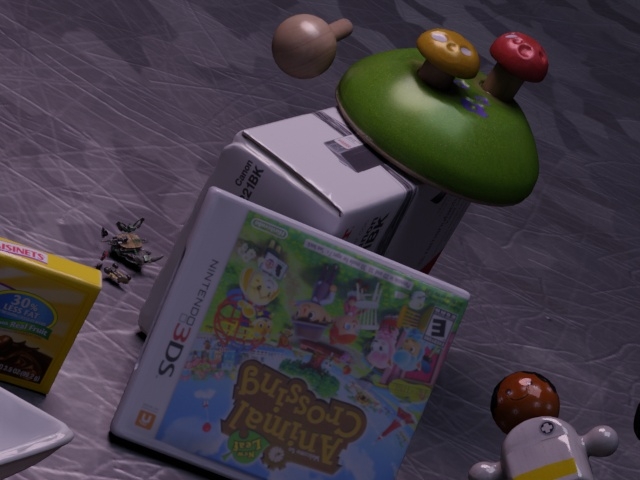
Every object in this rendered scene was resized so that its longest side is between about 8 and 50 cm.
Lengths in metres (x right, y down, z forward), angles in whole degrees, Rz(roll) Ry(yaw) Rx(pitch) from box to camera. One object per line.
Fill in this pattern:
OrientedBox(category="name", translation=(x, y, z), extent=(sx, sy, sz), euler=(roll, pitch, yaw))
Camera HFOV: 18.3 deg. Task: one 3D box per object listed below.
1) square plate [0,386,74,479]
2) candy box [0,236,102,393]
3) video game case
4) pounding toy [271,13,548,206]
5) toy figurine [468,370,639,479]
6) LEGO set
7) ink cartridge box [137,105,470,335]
OrientedBox(category="square plate", translation=(-0.379, 0.101, 1.113), extent=(0.347, 0.049, 0.344), euler=(23, 25, 33))
OrientedBox(category="candy box", translation=(-0.267, 0.035, 1.390), extent=(0.206, 0.105, 0.027), euler=(19, 27, -19))
OrientedBox(category="video game case", translation=(-0.021, 0.088, 1.454), extent=(0.212, 0.193, 0.023), euler=(22, 1, -14))
OrientedBox(category="pounding toy", translation=(0.096, -0.139, 1.618), extent=(0.237, 0.110, 0.183), euler=(36, 25, 11))
OrientedBox(category="toy figurine", translation=(0.178, 0.196, 1.426), extent=(0.209, 0.213, 0.148), euler=(12, 42, -23))
OrientedBox(category="LEGO set", translation=(-0.163, 0.012, 1.646), extent=(0.054, 0.023, 0.083), euler=(33, 39, 14))
OrientedBox(category="ink cartridge box", translation=(0.000, 0.000, 1.621), extent=(0.114, 0.197, 0.273), euler=(38, 27, 19))
